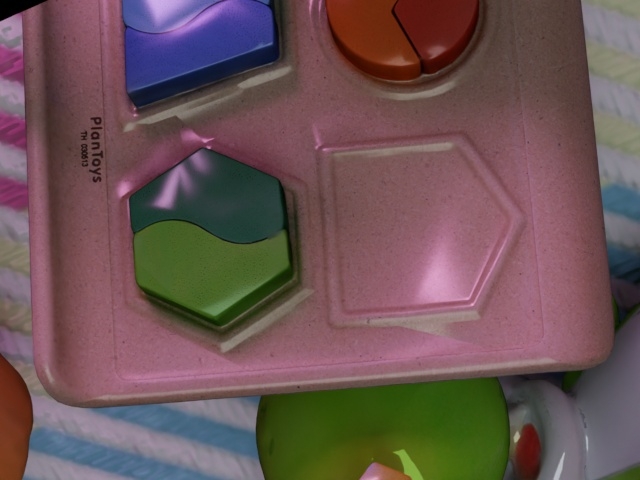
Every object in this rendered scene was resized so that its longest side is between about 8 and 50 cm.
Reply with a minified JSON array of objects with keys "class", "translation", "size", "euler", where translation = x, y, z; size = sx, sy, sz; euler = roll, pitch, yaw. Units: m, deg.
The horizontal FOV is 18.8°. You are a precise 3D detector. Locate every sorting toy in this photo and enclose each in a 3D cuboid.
[{"class":"sorting toy","translation":[0.000,0.000,0.760],"size":[0.229,0.041,0.307],"euler":[-4,76,-1]}]

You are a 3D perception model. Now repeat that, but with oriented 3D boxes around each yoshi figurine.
[{"class":"yoshi figurine","translation":[0.124,0.063,0.825],"size":[0.362,0.203,0.203],"euler":[-26,104,11]}]

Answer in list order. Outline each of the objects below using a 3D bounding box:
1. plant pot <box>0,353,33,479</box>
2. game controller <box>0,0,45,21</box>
[{"class":"plant pot","translation":[-0.230,0.065,0.804],"size":[0.205,0.205,0.188],"euler":[-42,126,15]},{"class":"game controller","translation":[-0.176,-0.139,0.699],"size":[0.319,0.067,0.166],"euler":[-16,119,40]}]
